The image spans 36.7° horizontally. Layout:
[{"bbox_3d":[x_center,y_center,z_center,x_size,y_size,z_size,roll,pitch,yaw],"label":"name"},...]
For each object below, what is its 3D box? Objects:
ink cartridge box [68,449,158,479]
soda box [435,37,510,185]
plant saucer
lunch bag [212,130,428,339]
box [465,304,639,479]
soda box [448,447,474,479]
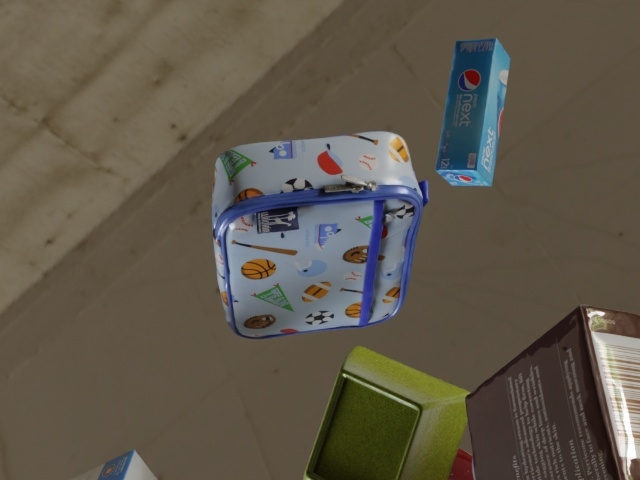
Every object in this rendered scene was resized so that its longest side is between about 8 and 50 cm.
[{"bbox_3d":[-0.319,0.369,1.201,0.231,0.078,0.134,-27,-161,14],"label":"ink cartridge box"},{"bbox_3d":[0.228,-0.190,1.436,0.067,0.071,0.210,4,-105,30],"label":"soda box"},{"bbox_3d":[0.060,0.228,1.078,0.188,0.045,0.188,18,-91,46],"label":"plant saucer"},{"bbox_3d":[0.000,0.000,1.110,0.243,0.303,0.115,-4,-123,-6],"label":"lunch bag"},{"bbox_3d":[0.258,0.184,0.865,0.203,0.167,0.168,126,-33,-50],"label":"box"},{"bbox_3d":[0.219,0.333,1.042,0.092,0.083,0.263,-33,-144,-26],"label":"soda box"}]
